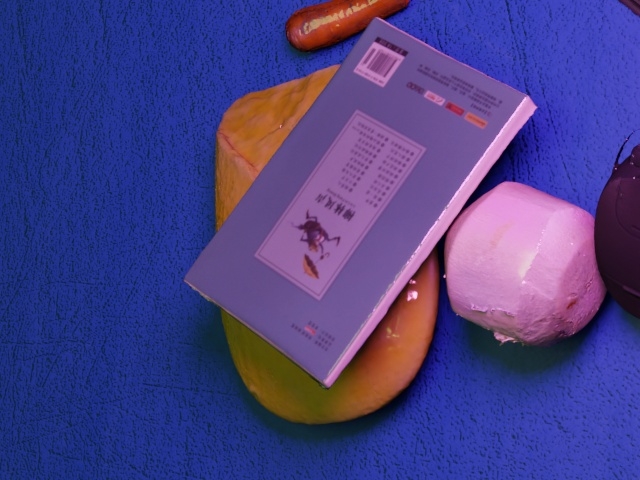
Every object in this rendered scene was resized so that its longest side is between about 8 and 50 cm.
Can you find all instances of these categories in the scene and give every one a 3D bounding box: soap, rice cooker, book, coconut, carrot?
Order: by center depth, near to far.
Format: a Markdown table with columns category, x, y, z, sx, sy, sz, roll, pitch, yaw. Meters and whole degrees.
| category | x | y | z | sx | sy | sz | roll | pitch | yaw |
| --- | --- | --- | --- | --- | --- | --- | --- | --- | --- |
| rice cooker | 0.350 | -0.016 | 1.730 | 0.142 | 0.118 | 0.203 | 28 | 127 | 34 |
| coconut | 0.204 | 0.025 | 1.827 | 0.183 | 0.171 | 0.170 | 17 | 93 | 37 |
| book | 0.035 | -0.049 | 1.903 | 0.264 | 0.031 | 0.379 | 35 | 88 | 42 |
| soap | -0.002 | -0.001 | 2.012 | 0.306 | 0.115 | 0.427 | -14 | 75 | 30 |
| carrot | 0.032 | -0.269 | 2.066 | 0.162 | 0.055 | 0.055 | -18 | 73 | 26 |

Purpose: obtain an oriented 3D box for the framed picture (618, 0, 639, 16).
| category | x | y | z | sx | sy | sz | roll | pitch | yaw |
| --- | --- | --- | --- | --- | --- | --- | --- | --- | --- |
| framed picture | 0.411 | -0.296 | 1.817 | 0.195 | 0.010 | 0.199 | 47 | 110 | 31 |
